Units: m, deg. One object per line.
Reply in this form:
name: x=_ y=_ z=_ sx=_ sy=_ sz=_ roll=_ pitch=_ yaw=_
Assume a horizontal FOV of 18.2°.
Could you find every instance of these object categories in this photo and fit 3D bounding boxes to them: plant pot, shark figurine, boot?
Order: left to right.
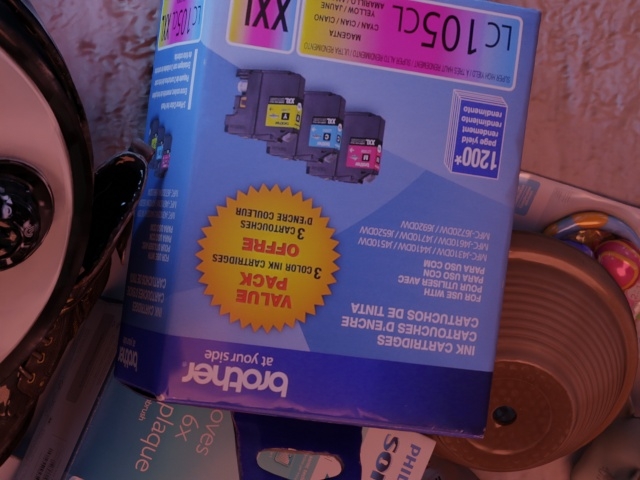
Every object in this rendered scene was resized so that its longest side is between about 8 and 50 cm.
boot: x=-0.220 y=0.054 z=1.501 sx=0.091 sy=0.229 sz=0.263 roll=31 pitch=69 yaw=-5
plant pot: x=0.156 y=0.118 z=1.702 sx=0.237 sy=0.110 sz=0.237 roll=1 pitch=122 yaw=1
shark figurine: x=0.324 y=0.205 z=1.746 sx=0.116 sy=0.278 sz=0.166 roll=11 pitch=99 yaw=-20

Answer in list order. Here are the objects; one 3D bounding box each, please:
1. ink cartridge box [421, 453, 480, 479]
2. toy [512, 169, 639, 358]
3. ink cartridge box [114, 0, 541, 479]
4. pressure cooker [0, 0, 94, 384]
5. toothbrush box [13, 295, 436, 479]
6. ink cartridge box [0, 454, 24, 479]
ink cartridge box: x=0.097 y=0.301 z=1.752 sx=0.160 sy=0.219 sz=0.092 roll=-41 pitch=116 yaw=7
toy: x=0.254 y=0.038 z=1.752 sx=0.237 sy=0.056 sz=0.137 roll=15 pitch=111 yaw=-21
ink cartridge box: x=0.000 y=0.000 z=1.532 sx=0.270 sy=0.151 sz=0.396 roll=7 pitch=91 yaw=-18
pressure cooker: x=-0.342 y=-0.069 z=1.321 sx=0.375 sy=0.420 sz=0.370 roll=-43 pitch=124 yaw=4
toothbrush box: x=-0.086 y=0.203 z=1.660 sx=0.295 sy=0.126 sz=0.216 roll=28 pitch=82 yaw=-23
ink cartridge box: x=-0.243 y=0.339 z=1.767 sx=0.330 sy=0.071 sz=0.324 roll=25 pitch=107 yaw=-21
